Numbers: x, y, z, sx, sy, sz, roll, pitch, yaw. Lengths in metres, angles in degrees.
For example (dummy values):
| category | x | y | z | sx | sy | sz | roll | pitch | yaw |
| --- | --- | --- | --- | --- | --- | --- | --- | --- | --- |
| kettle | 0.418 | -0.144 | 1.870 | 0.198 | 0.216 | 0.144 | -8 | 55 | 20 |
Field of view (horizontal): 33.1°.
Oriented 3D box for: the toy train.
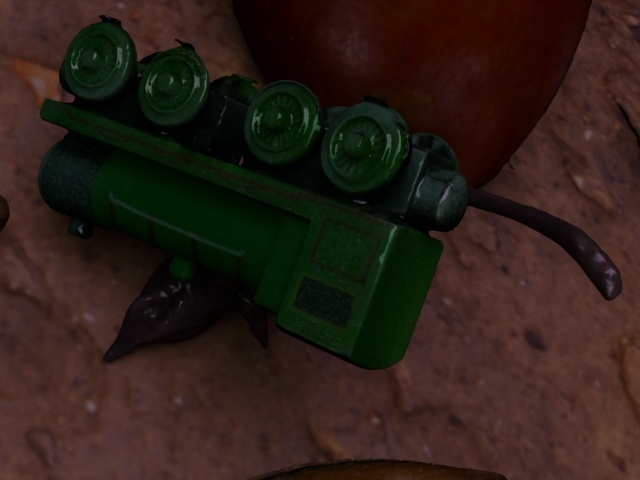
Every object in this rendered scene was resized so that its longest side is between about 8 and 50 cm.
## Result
| category | x | y | z | sx | sy | sz | roll | pitch | yaw |
| --- | --- | --- | --- | --- | --- | --- | --- | --- | --- |
| toy train | -0.046 | -0.030 | 0.543 | 0.251 | 0.085 | 0.119 | 20 | 91 | 31 |

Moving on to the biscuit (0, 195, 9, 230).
| category | x | y | z | sx | sy | sz | roll | pitch | yaw |
| --- | --- | --- | --- | --- | --- | --- | --- | --- | --- |
| biscuit | -0.270 | -0.027 | 0.551 | 0.215 | 0.034 | 0.182 | 4 | 52 | -18 |

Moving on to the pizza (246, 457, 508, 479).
| category | x | y | z | sx | sy | sz | roll | pitch | yaw |
| --- | --- | --- | --- | --- | --- | --- | --- | --- | --- |
| pizza | 0.040 | 0.169 | 0.539 | 0.184 | 0.036 | 0.176 | -9 | 31 | -27 |

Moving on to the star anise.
| category | x | y | z | sx | sy | sz | roll | pitch | yaw |
| --- | --- | --- | --- | --- | --- | --- | --- | --- | --- |
| star anise | 0.000 | 0.000 | 0.562 | 0.218 | 0.227 | 0.148 | 43 | 49 | -8 |

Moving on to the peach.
| category | x | y | z | sx | sy | sz | roll | pitch | yaw |
| --- | --- | --- | --- | --- | --- | --- | --- | --- | --- |
| peach | 0.063 | -0.199 | 0.723 | 0.281 | 0.281 | 0.339 | -5 | 99 | -24 |
